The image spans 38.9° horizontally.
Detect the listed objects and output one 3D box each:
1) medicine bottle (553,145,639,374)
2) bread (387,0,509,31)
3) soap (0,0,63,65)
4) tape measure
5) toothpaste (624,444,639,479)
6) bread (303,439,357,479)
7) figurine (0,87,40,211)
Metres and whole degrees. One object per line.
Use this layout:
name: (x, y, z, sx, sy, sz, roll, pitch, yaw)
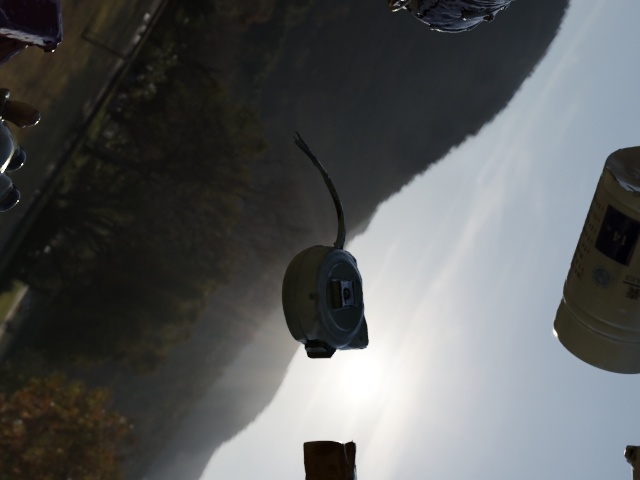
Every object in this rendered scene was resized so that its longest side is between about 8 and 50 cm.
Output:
medicine bottle: (0.494, 0.037, 1.420, 0.190, 0.190, 0.332, -71, 170, -54)
bread: (0.148, -0.346, 1.024, 0.142, 0.212, 0.224, -30, -144, 51)
soap: (-0.393, -0.299, 0.780, 0.360, 0.128, 0.232, -1, 84, -64)
tape measure: (0.001, 0.000, 1.279, 0.164, 0.084, 0.330, -6, 89, -64)
toothpaste: (0.238, 0.299, 0.611, 0.056, 0.058, 0.314, 40, 51, -62)
bread: (0.021, 0.377, 1.191, 0.236, 0.070, 0.236, -5, 90, -88)
figurine: (-0.500, -0.195, 1.177, 0.248, 0.203, 0.380, -64, 154, -26)
